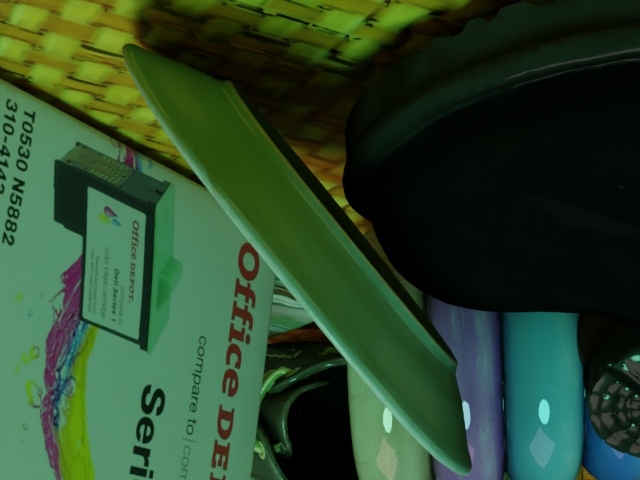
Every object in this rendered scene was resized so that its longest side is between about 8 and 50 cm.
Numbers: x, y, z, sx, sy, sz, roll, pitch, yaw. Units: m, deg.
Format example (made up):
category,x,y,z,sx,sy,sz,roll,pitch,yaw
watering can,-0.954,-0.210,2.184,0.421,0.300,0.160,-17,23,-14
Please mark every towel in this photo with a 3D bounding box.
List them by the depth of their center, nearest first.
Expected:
category,x,y,z,sx,sy,sz,roll,pitch,yaw
towel,-0.065,0.035,0.764,0.113,0.023,0.152,15,164,-18

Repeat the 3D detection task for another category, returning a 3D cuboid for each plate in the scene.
category,x,y,z,sx,sy,sz,roll,pitch,yaw
plate,0.000,0.000,0.425,0.024,0.188,0.188,-39,155,3

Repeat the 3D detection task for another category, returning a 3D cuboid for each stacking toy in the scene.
category,x,y,z,sx,sy,sz,roll,pitch,yaw
stacking toy,0.182,0.054,0.576,0.330,0.141,0.141,-3,162,7

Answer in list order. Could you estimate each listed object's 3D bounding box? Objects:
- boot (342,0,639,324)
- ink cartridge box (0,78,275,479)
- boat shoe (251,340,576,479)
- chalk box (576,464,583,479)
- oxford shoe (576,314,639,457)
category,x,y,z,sx,sy,sz,roll,pitch,yaw
boot,0.148,0.058,0.330,0.348,0.260,0.131,-5,160,34
ink cartridge box,-0.148,0.049,0.515,0.117,0.201,0.278,-5,160,34
boat shoe,0.009,0.115,0.761,0.305,0.109,0.091,9,163,43
chalk box,0.061,0.202,0.899,0.180,0.179,0.289,-3,172,32
oxford shoe,0.207,0.005,0.468,0.227,0.096,0.083,-15,125,13
